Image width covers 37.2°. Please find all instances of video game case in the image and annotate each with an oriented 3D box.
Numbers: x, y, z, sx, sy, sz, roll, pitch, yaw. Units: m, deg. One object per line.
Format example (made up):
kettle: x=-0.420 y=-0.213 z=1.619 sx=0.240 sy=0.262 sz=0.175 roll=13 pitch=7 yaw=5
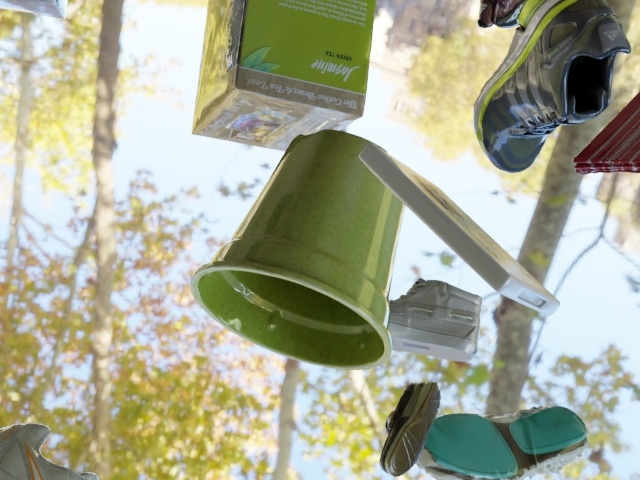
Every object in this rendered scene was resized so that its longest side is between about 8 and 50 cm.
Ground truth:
video game case: x=0.112 y=-0.007 z=0.749 sx=0.157 sy=0.019 sz=0.143 roll=47 pitch=-168 yaw=28

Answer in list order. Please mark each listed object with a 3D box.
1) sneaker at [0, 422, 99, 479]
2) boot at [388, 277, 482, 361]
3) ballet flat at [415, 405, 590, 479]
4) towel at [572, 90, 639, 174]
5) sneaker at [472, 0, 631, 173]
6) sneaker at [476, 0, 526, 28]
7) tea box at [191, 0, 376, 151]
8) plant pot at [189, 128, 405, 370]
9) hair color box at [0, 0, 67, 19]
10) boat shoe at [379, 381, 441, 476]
sneaker: x=-0.221 y=0.257 z=0.809 sx=0.121 sy=0.099 sz=0.262 roll=-21 pitch=-117 yaw=-41
boot: x=0.151 y=0.123 z=1.649 sx=0.258 sy=0.123 sz=0.095 roll=13 pitch=156 yaw=2
ballet flat: x=0.295 y=0.370 z=1.606 sx=0.409 sy=0.147 sz=0.147 roll=3 pitch=-158 yaw=-36
towel: x=0.461 y=-0.137 z=1.139 sx=0.199 sy=0.031 sz=0.275 roll=-43 pitch=-152 yaw=-26
sneaker: x=0.264 y=-0.167 z=1.107 sx=0.111 sy=0.300 sz=0.121 roll=-15 pitch=-121 yaw=-16
sneaker: x=0.272 y=-0.425 z=1.504 sx=0.281 sy=0.162 sz=0.106 roll=22 pitch=-167 yaw=-34
tea box: x=-0.067 y=-0.343 z=1.614 sx=0.220 sy=0.324 sz=0.329 roll=10 pitch=171 yaw=-19
plant pot: x=0.000 y=0.000 z=1.281 sx=0.276 sy=0.254 sz=0.276 roll=17 pitch=154 yaw=8
hair color box: x=-0.280 y=-0.388 z=0.769 sx=0.185 sy=0.374 sz=0.113 roll=7 pitch=-176 yaw=-11
boat shoe: x=0.109 y=0.241 z=1.221 sx=0.049 sy=0.056 sz=0.152 roll=0 pitch=-147 yaw=34
